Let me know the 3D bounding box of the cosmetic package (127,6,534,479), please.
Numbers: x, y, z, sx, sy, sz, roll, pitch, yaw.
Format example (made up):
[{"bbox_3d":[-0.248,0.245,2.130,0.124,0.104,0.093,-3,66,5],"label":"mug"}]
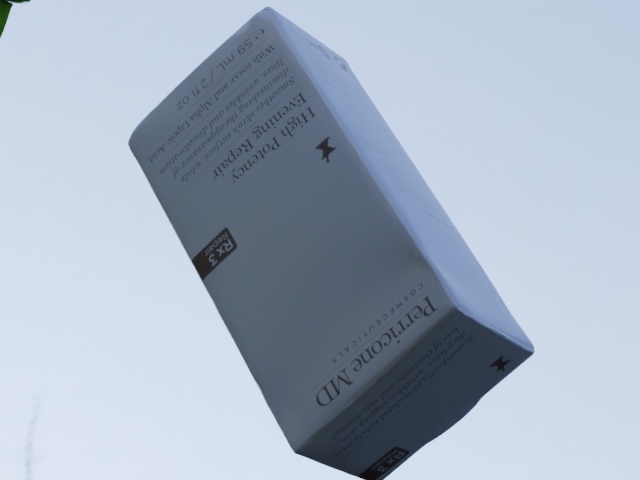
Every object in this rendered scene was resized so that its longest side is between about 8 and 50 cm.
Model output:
[{"bbox_3d":[0.000,0.000,1.012,0.117,0.231,0.085,-43,-38,15],"label":"cosmetic package"}]

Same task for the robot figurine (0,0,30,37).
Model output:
[{"bbox_3d":[-0.127,-0.132,0.713,0.067,0.101,0.115,14,-81,-36],"label":"robot figurine"}]
